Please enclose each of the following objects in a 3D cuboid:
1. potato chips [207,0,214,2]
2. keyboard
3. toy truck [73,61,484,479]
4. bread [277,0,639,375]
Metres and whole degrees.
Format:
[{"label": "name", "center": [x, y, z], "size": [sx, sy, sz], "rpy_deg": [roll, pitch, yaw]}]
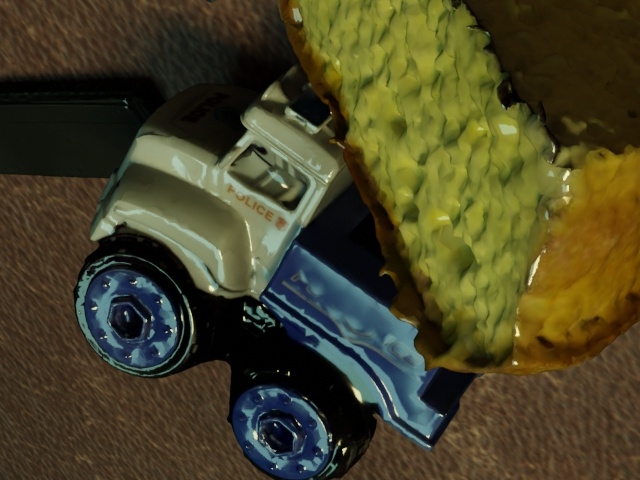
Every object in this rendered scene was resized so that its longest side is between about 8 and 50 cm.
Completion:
[{"label": "potato chips", "center": [-0.058, -0.195, 0.752], "size": [0.092, 0.028, 0.207], "rpy_deg": [34, 147, 11]}, {"label": "keyboard", "center": [-0.166, -0.066, 1.035], "size": [0.231, 0.023, 0.072], "rpy_deg": [4, 142, 44]}, {"label": "toy truck", "center": [0.000, 0.000, 0.847], "size": [0.213, 0.161, 0.177], "rpy_deg": [35, 129, 7]}, {"label": "bread", "center": [0.079, -0.065, 0.668], "size": [0.260, 0.134, 0.129], "rpy_deg": [63, 147, 37]}]
